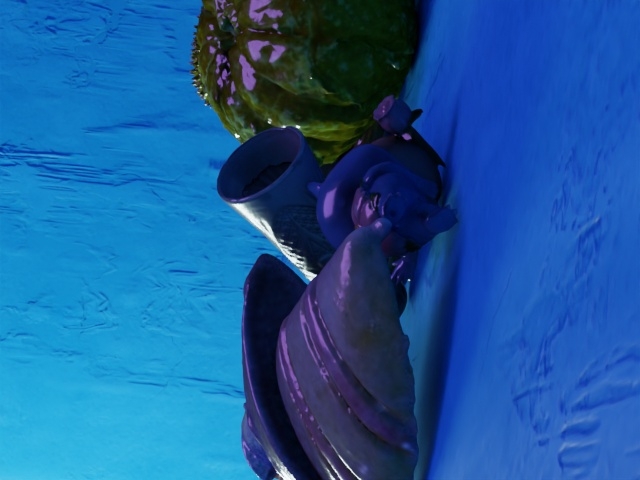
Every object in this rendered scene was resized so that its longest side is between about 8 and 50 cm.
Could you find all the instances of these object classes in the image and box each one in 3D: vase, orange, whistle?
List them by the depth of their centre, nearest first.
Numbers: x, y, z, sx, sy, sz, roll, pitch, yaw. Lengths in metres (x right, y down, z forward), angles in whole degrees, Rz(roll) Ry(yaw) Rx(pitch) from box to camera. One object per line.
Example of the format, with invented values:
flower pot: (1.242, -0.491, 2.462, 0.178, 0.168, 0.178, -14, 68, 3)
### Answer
vase: (0.000, 0.000, 1.538, 0.219, 0.096, 0.096, 52, -156, -33)
orange: (-0.012, -0.223, 1.785, 0.300, 0.223, 0.301, -122, 40, -53)
whistle: (-0.031, 0.239, 2.141, 0.346, 0.134, 0.142, 0, -87, -85)

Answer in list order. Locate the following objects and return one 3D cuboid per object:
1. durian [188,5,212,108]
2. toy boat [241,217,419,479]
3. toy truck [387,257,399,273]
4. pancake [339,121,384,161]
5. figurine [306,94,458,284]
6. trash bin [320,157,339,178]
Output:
durian: (-0.100, -0.244, 2.179, 0.159, 0.198, 0.146, -36, 25, 25)
toy boat: (0.013, 0.135, 1.416, 0.293, 0.111, 0.276, 164, 90, -71)
toy truck: (0.035, 0.045, 1.731, 0.191, 0.085, 0.116, 102, 178, -69)
pancake: (0.054, -0.127, 1.963, 0.242, 0.050, 0.242, -171, 90, -82)
figurine: (0.069, -0.044, 1.401, 0.144, 0.114, 0.178, -61, 16, -2)
trash bin: (-0.021, -0.166, 2.010, 0.177, 0.101, 0.236, 144, 133, -76)
